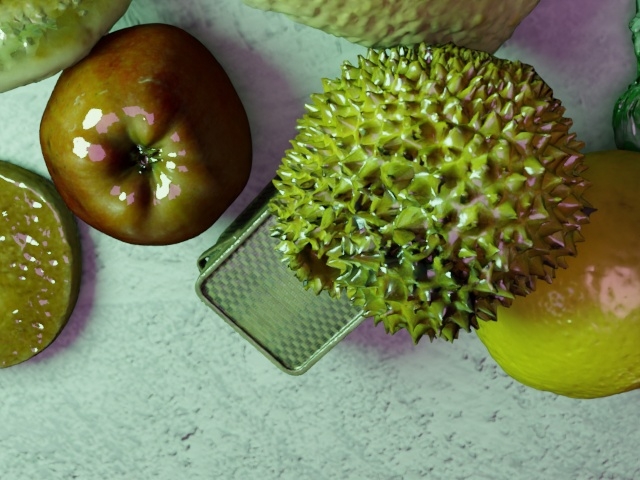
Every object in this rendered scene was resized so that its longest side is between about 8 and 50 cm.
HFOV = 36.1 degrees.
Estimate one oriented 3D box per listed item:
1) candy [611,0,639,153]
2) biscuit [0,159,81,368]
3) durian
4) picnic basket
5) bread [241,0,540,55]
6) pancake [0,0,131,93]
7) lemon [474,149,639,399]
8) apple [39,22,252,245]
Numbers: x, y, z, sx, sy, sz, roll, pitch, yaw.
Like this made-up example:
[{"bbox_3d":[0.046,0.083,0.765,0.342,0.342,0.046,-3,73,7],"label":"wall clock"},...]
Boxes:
[{"bbox_3d":[0.328,-0.228,0.999,0.097,0.097,0.324,-10,102,8],"label":"candy"},{"bbox_3d":[-0.459,0.002,1.140,0.367,0.063,0.314,6,109,2],"label":"biscuit"},{"bbox_3d":[0.080,-0.036,0.847,0.293,0.258,0.258,0,118,48],"label":"durian"},{"bbox_3d":[0.000,0.000,1.065,0.165,0.139,0.266,42,108,-12],"label":"picnic basket"},{"bbox_3d":[0.067,-0.288,0.843,0.375,0.165,0.236,9,125,-47],"label":"bread"},{"bbox_3d":[-0.331,-0.311,0.882,0.386,0.082,0.387,5,77,-25],"label":"pancake"},{"bbox_3d":[0.274,0.039,0.997,0.245,0.245,0.320,34,147,-9],"label":"lemon"},{"bbox_3d":[-0.174,-0.100,0.994,0.234,0.234,0.234,1,111,3],"label":"apple"}]
